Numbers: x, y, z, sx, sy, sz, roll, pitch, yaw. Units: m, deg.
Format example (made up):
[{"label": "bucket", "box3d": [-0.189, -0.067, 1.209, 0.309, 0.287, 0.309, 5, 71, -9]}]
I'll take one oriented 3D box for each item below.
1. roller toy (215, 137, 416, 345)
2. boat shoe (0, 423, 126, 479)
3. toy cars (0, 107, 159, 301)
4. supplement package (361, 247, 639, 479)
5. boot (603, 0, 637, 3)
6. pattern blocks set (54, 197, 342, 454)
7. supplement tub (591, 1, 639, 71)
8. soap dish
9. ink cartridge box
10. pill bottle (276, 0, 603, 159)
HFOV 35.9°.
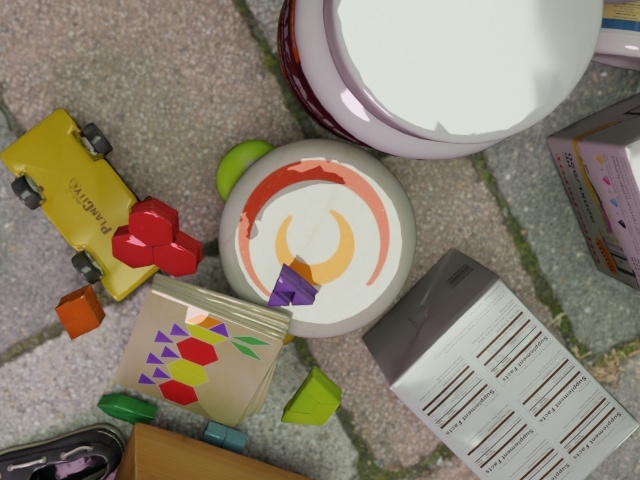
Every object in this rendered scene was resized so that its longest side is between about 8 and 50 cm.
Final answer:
[{"label": "roller toy", "box3d": [0.000, 0.000, 0.994, 0.191, 0.146, 0.210, -5, 90, 3]}, {"label": "boat shoe", "box3d": [-0.305, 0.256, 1.040, 0.206, 0.065, 0.075, -23, 102, -1]}, {"label": "toy cars", "box3d": [-0.329, -0.052, 0.989, 0.393, 0.087, 0.177, 10, 86, -3]}, {"label": "supplement package", "box3d": [0.173, 0.140, 1.006, 0.149, 0.194, 0.203, -44, 100, 2]}, {"label": "boot", "box3d": [0.242, -0.288, 0.926, 0.095, 0.258, 0.124, 9, 94, -24]}, {"label": "pattern blocks set", "box3d": [-0.115, 0.108, 0.962, 0.285, 0.026, 0.325, 28, 135, -12]}, {"label": "supplement tub", "box3d": [0.344, -0.275, 0.992, 0.144, 0.144, 0.200, 11, 97, -7]}, {"label": "soap dish", "box3d": [-0.134, 0.359, 1.028, 0.228, 0.118, 0.291, 20, 103, -5]}, {"label": "ink cartridge box", "box3d": [0.359, -0.055, 0.979, 0.168, 0.233, 0.171, -23, 99, 0]}, {"label": "pill bottle", "box3d": [0.081, -0.183, 0.853, 0.223, 0.392, 0.224, -1, 97, -5]}]
